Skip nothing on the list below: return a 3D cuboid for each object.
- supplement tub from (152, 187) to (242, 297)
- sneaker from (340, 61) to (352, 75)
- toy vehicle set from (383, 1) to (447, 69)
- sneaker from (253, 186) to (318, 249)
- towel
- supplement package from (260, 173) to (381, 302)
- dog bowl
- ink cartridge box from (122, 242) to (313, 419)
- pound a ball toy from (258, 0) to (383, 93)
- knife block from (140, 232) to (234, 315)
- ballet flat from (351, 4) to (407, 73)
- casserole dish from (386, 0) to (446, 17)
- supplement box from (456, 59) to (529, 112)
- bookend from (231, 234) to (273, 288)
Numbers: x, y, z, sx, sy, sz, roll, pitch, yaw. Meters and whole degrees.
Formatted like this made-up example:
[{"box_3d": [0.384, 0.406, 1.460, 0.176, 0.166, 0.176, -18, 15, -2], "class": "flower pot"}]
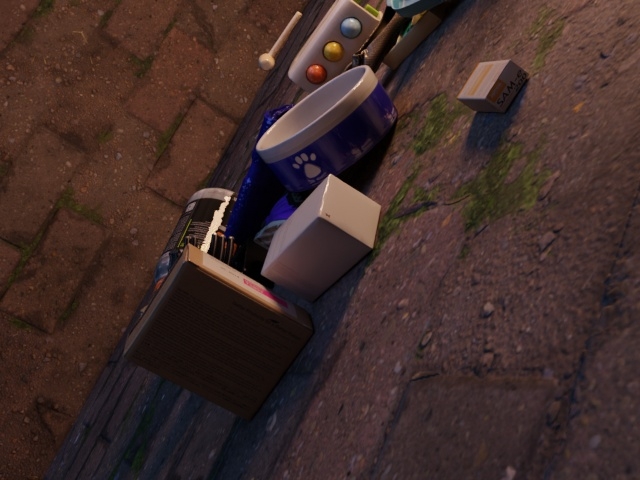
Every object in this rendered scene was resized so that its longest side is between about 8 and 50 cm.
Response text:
[{"box_3d": [-0.282, 0.040, 1.790, 0.193, 0.193, 0.316, -42, 22, 45], "class": "supplement tub"}, {"box_3d": [0.050, -0.356, 1.788, 0.188, 0.066, 0.071, -47, 3, 20], "class": "sneaker"}, {"box_3d": [0.217, -0.504, 1.579, 0.166, 0.035, 0.267, -40, 25, 47], "class": "toy vehicle set"}, {"box_3d": [-0.041, -0.053, 1.409, 0.146, 0.102, 0.293, -61, 16, -13], "class": "sneaker"}, {"box_3d": [-0.123, -0.154, 1.649, 0.308, 0.076, 0.227, -68, -13, 20], "class": "towel"}, {"box_3d": [0.000, 0.000, 1.188, 0.179, 0.105, 0.105, -44, 21, 42], "class": "supplement package"}, {"box_3d": [0.012, -0.212, 1.393, 0.265, 0.104, 0.265, -34, 19, 13], "class": "dog bowl"}, {"box_3d": [-0.161, 0.147, 1.166, 0.193, 0.234, 0.088, -55, 17, 11], "class": "ink cartridge box"}, {"box_3d": [-0.008, -0.527, 1.975, 0.319, 0.208, 0.136, -49, 19, 29], "class": "pound a ball toy"}, {"box_3d": [-0.237, 0.132, 1.536, 0.242, 0.276, 0.088, -36, 12, -19], "class": "knife block"}, {"box_3d": [0.133, -0.452, 1.560, 0.250, 0.058, 0.084, -61, 17, -8], "class": "ballet flat"}, {"box_3d": [0.222, -0.497, 1.445, 0.188, 0.037, 0.114, -21, 40, 24], "class": "casserole dish"}, {"box_3d": [0.233, -0.210, 1.002, 0.062, 0.036, 0.098, -57, 16, 4], "class": "supplement box"}, {"box_3d": [-0.169, 0.097, 1.572, 0.157, 0.072, 0.156, -52, 18, 22], "class": "bookend"}]
